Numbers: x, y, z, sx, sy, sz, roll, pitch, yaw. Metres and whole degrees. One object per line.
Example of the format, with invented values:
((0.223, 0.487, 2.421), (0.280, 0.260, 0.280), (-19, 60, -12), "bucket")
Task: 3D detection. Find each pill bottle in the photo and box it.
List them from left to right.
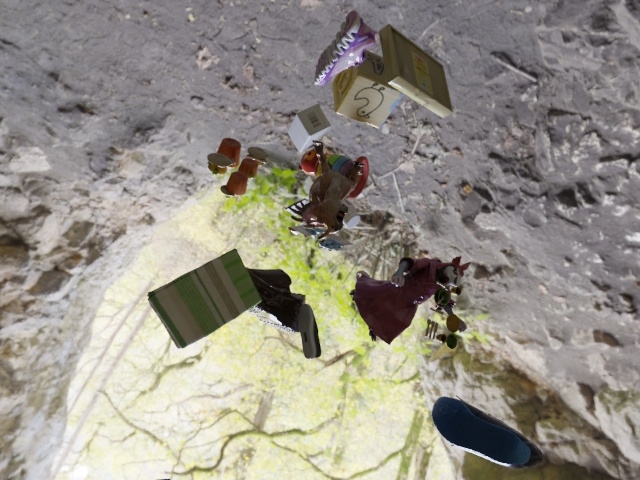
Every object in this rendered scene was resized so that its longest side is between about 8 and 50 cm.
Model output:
((0.100, -0.147, 2.031), (0.108, 0.193, 0.108), (-28, 146, -21), "pill bottle")

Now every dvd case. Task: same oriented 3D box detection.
((-0.098, -0.162, 2.079), (0.120, 0.013, 0.087), (-25, 149, 24), "dvd case")

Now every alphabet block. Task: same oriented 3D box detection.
((0.174, -0.576, 1.612), (0.197, 0.193, 0.192), (12, 141, -21), "alphabet block")

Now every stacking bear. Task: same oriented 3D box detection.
((0.041, -0.297, 1.792), (0.289, 0.175, 0.164), (28, 170, 26), "stacking bear")

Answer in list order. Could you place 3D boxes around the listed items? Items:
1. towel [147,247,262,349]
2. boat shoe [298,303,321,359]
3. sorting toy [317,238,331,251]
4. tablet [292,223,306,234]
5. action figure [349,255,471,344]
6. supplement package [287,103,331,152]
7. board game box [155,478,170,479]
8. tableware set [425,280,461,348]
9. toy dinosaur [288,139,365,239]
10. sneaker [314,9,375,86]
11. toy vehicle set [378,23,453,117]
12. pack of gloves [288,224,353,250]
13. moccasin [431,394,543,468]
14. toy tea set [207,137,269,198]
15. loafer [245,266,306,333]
((-0.179, 0.091, 0.676), (0.023, 0.152, 0.113), (29, 144, 55), "towel")
((-0.026, 0.234, 1.100), (0.049, 0.142, 0.040), (-23, 155, 40), "boat shoe")
((0.033, 0.014, 1.867), (0.061, 0.102, 0.042), (38, 112, 27), "sorting toy")
((-0.091, -0.053, 1.990), (0.083, 0.006, 0.054), (-27, 149, 21), "tablet")
((0.290, 0.155, 1.305), (0.370, 0.275, 0.248), (-34, 101, 20), "action figure")
((-0.047, -0.443, 1.701), (0.105, 0.105, 0.179), (59, 162, -1), "supplement package")
((-0.397, 0.677, 1.035), (0.035, 0.136, 0.201), (8, 137, -21), "board game box")
((0.315, 0.183, 1.056), (0.104, 0.154, 0.024), (26, 159, -23), "tableware set")
((0.011, -0.096, 0.992), (0.127, 0.200, 0.295), (20, 177, 3), "toy dinosaur")
((0.069, -0.515, 1.201), (0.105, 0.095, 0.236), (17, 144, -27), "sneaker")
((0.270, -0.462, 1.186), (0.267, 0.165, 0.035), (12, 156, -42), "toy vehicle set")
((0.000, 0.000, 1.630), (0.195, 0.232, 0.046), (28, 105, 17), "pack of gloves")
((0.447, 0.545, 1.189), (0.117, 0.137, 0.342), (25, 175, -22), "moccasin")
((-0.322, -0.257, 1.582), (0.200, 0.336, 0.124), (22, 124, -5), "toy tea set")
((-0.150, 0.121, 1.078), (0.134, 0.130, 0.366), (9, 157, 29), "loafer")
